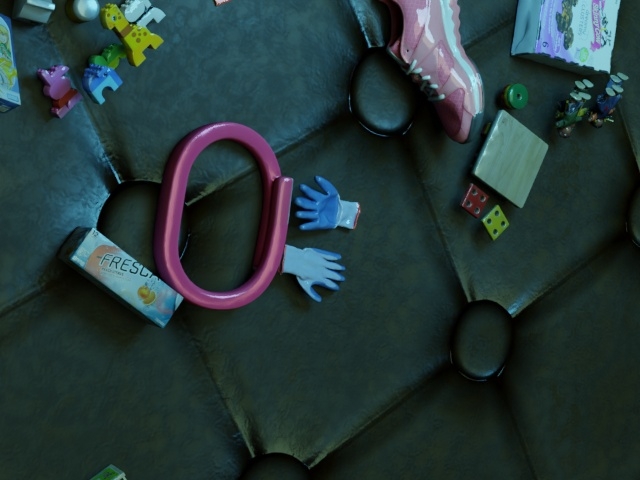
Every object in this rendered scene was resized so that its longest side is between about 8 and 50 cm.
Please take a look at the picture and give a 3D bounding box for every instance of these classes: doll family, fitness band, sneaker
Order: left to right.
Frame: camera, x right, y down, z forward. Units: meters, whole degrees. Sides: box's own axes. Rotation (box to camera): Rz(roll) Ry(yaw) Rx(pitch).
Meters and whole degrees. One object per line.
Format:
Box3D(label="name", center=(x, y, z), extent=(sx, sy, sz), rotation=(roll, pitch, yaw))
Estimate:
Box3D(label="fitness band", center=(-0.152, -0.038, 1.724), extent=(0.209, 0.054, 0.291), rotation=(9, 88, -30))
Box3D(label="sneaker", center=(0.177, -0.307, 1.892), extent=(0.136, 0.116, 0.314), rotation=(-19, 97, -20))
Box3D(label="doll family", center=(0.507, -0.248, 2.093), extent=(0.193, 0.076, 0.111), rotation=(-10, 136, -24))

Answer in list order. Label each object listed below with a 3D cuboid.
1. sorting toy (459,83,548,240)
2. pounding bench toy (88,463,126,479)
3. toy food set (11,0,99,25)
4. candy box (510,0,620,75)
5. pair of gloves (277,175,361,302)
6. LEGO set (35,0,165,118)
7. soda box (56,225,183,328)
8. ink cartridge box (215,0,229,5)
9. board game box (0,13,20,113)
Box3D(label="sorting toy", center=(0.330, -0.139, 2.021), extent=(0.132, 0.046, 0.275), rotation=(31, 77, -30))
Box3D(label="pounding bench toy", center=(-0.319, 0.386, 1.645), extent=(0.083, 0.052, 0.065), rotation=(-35, 111, -25))
Box3D(label="toy food set", center=(-0.398, -0.361, 1.507), extent=(0.232, 0.104, 0.111), rotation=(11, 88, -33))
Box3D(label="candy box", center=(0.458, -0.406, 2.068), extent=(0.196, 0.070, 0.165), rotation=(8, 90, -33))
Box3D(label="pair of gloves", center=(0.000, 0.000, 1.816), extent=(0.159, 0.023, 0.198), rotation=(17, 83, -46))
Box3D(label="LEGO set", center=(-0.305, -0.280, 1.574), extent=(0.227, 0.087, 0.093), rotation=(-50, 130, -21))
Box3D(label="soda box", center=(-0.292, 0.054, 1.630), extent=(0.183, 0.063, 0.058), rotation=(41, 72, -28))
Box3D(label="ink cartridge box", center=(-0.149, -0.425, 1.706), extent=(0.063, 0.029, 0.115), rotation=(-28, 108, -28))
Box3D(label="board game box", center=(-0.476, -0.254, 1.429), extent=(0.201, 0.035, 0.136), rotation=(17, 56, -58))
